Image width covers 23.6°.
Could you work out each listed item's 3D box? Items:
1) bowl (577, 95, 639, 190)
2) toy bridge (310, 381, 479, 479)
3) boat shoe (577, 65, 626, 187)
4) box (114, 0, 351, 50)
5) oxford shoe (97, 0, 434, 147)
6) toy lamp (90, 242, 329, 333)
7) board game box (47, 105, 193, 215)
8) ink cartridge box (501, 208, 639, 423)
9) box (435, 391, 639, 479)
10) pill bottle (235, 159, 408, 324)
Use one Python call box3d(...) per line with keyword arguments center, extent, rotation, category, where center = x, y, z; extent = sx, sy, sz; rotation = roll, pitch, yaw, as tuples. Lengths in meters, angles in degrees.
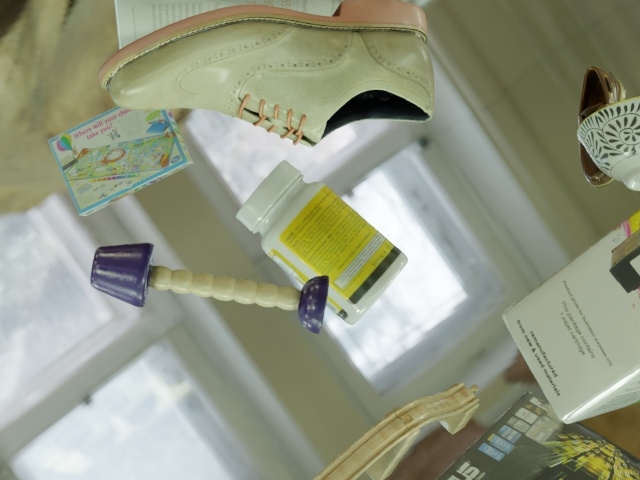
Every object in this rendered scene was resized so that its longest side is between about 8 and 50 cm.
box3d(center=(0.407, -0.111, 1.896), extent=(0.170, 0.080, 0.170), rotation=(-6, 161, -2), category="bowl")
box3d(center=(0.048, 0.140, 1.054), extent=(0.188, 0.026, 0.063), rotation=(-28, 156, -39), category="toy bridge")
box3d(center=(0.364, -0.152, 2.026), extent=(0.064, 0.060, 0.178), rotation=(-17, -129, 35), category="boat shoe")
box3d(center=(-0.086, -0.354, 1.897), extent=(0.345, 0.168, 0.215), rotation=(-3, 156, -6), category="box")
box3d(center=(-0.052, -0.181, 1.759), extent=(0.396, 0.147, 0.140), rotation=(-9, 163, -12), category="oxford shoe")
box3d(center=(-0.130, 0.054, 1.797), extent=(0.080, 0.274, 0.080), rotation=(-169, -90, -87), category="toy lamp")
box3d(center=(-0.246, -0.109, 1.890), extent=(0.154, 0.103, 0.026), rotation=(-25, 175, 10), category="board game box")
box3d(center=(0.325, 0.027, 1.288), extent=(0.201, 0.117, 0.278), rotation=(-7, 152, -48), category="ink cartridge box")
box3d(center=(0.313, 0.360, 1.906), extent=(0.395, 0.318, 0.097), rotation=(-26, 141, -60), category="box")
box3d(center=(0.000, 0.000, 1.979), extent=(0.119, 0.208, 0.119), rotation=(-49, 180, -1), category="pill bottle")
